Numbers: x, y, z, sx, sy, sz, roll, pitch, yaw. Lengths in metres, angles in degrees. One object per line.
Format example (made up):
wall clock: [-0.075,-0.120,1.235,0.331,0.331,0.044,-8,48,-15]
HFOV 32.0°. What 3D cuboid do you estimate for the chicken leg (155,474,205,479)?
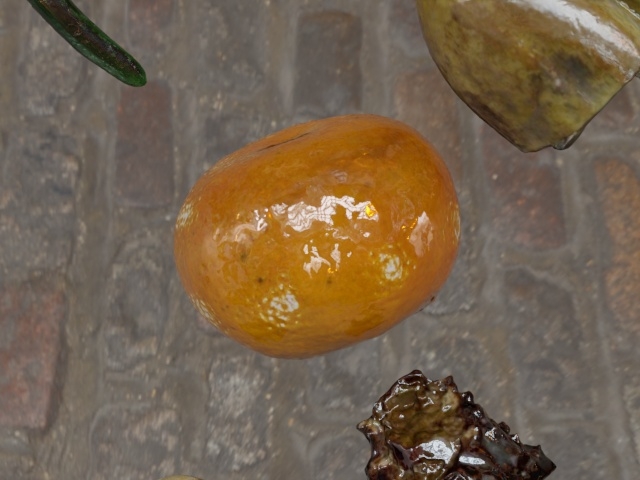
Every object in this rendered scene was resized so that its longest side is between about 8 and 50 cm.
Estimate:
chicken leg: [-0.250,0.548,1.605,0.182,0.295,0.409,21,67,40]

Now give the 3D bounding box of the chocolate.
chocolate: [0.136,0.244,1.334,0.224,0.206,0.177,-27,84,-7]

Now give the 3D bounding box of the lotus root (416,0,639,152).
lotus root: [0.174,-0.203,0.904,0.180,0.199,0.188,40,33,-15]

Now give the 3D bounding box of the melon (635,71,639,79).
melon: [0.369,-0.237,1.189,0.139,0.139,0.192,-32,53,-22]

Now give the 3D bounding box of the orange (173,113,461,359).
orange: [0.000,0.000,1.634,0.424,0.424,0.326,-27,106,-21]

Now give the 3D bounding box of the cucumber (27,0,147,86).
cucumber: [-0.239,-0.210,1.083,0.184,0.033,0.036,43,78,-31]
